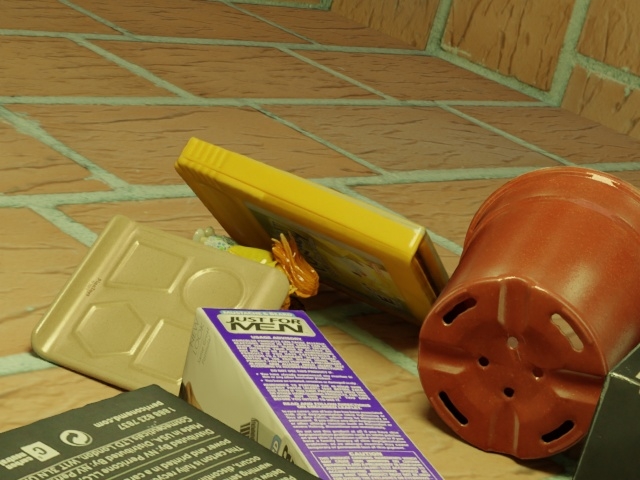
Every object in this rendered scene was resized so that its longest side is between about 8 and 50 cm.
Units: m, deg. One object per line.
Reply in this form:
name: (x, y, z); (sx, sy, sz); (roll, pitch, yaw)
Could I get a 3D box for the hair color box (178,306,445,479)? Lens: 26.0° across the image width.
hair color box: (-0.015, 0.203, 1.044); (0.110, 0.185, 0.339); (5, 20, -24)

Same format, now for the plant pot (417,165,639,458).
plant pot: (0.241, 0.086, 1.498); (0.272, 0.272, 0.265); (20, 27, 17)

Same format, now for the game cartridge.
game cartridge: (0.000, 0.000, 1.648); (0.324, 0.052, 0.285); (21, -15, 22)

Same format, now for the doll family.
doll family: (-0.095, 0.047, 1.544); (0.163, 0.118, 0.263); (22, 20, 22)

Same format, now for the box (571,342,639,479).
box: (0.419, 0.221, 1.325); (0.294, 0.182, 0.296); (24, 19, 21)

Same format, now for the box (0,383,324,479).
box: (-0.041, 0.286, 0.537); (0.312, 0.343, 0.179); (26, 21, 29)

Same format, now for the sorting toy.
sorting toy: (-0.161, 0.078, 1.421); (0.208, 0.038, 0.193); (21, 54, 12)
